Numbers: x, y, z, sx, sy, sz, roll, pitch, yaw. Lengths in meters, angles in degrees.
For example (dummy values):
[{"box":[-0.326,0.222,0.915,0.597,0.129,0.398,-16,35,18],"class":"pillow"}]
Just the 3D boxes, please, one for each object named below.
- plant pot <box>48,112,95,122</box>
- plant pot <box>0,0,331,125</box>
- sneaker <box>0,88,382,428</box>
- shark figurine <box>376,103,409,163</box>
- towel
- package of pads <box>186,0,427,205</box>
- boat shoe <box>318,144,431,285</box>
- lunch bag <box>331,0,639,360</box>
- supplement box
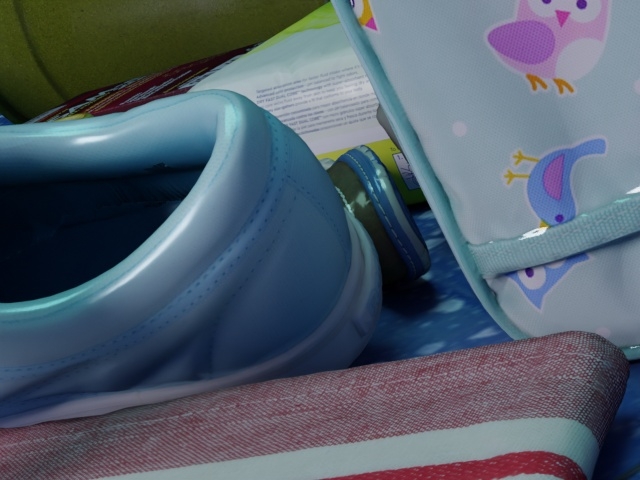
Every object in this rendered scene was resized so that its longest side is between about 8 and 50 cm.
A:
[{"box":[-0.154,-0.022,0.950,0.134,0.095,0.134,-19,14,5],"class":"plant pot"},{"box":[-0.121,-0.292,1.513,0.353,0.366,0.366,-1,20,24],"class":"plant pot"},{"box":[-0.168,0.020,0.611,0.366,0.150,0.135,-19,49,6],"class":"sneaker"},{"box":[0.143,-0.072,0.663,0.278,0.116,0.166,-10,31,17],"class":"shark figurine"},{"box":[-0.057,0.121,0.393,0.237,0.037,0.329,-12,17,23],"class":"towel"},{"box":[0.078,-0.109,0.946,0.229,0.101,0.296,-11,16,31],"class":"package of pads"},{"box":[0.000,0.000,0.733,0.066,0.066,0.183,-27,5,-9],"class":"boat shoe"},{"box":[0.155,-0.088,0.518,0.279,0.224,0.108,-21,8,22],"class":"lunch bag"},{"box":[-0.128,-0.090,1.227,0.239,0.073,0.130,-11,17,37],"class":"supplement box"}]
